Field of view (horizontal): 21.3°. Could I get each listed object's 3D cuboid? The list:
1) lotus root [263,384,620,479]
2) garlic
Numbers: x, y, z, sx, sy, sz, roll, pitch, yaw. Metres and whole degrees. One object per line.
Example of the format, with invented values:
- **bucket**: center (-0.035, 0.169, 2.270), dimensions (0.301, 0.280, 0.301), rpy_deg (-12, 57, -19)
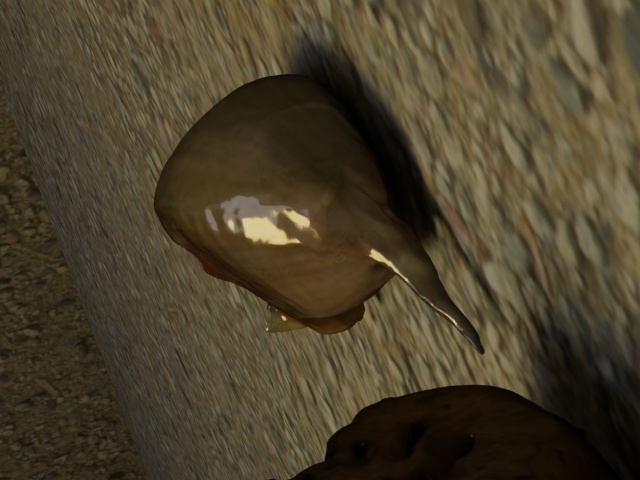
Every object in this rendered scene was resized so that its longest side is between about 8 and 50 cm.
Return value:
- **lotus root**: center (0.047, 0.187, 0.612), dimensions (0.193, 0.193, 0.291), rpy_deg (-134, 27, -57)
- **garlic**: center (-0.003, -0.007, 0.721), dimensions (0.128, 0.090, 0.198), rpy_deg (51, 163, -10)
